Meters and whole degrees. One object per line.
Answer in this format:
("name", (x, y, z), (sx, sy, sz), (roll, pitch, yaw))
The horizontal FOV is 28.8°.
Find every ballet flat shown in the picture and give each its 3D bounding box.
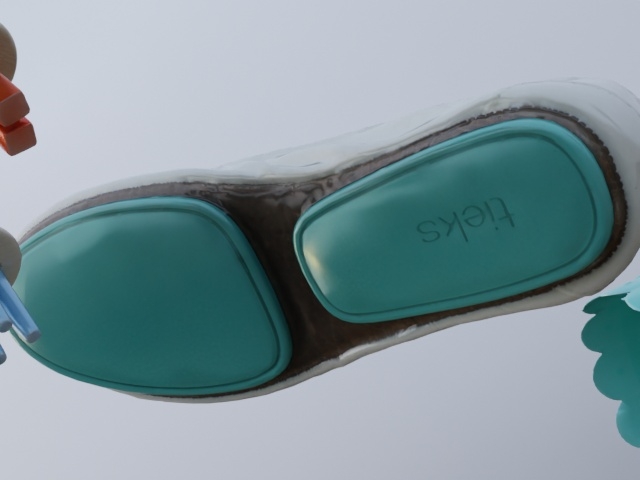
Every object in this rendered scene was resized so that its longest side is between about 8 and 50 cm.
("ballet flat", (0.000, 0.000, 0.671), (0.400, 0.139, 0.139), (-14, -9, 35))

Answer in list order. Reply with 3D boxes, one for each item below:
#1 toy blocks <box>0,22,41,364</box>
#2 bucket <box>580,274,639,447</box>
("toy blocks", (-0.153, -0.031, 0.526), (0.054, 0.148, 0.123), (-2, -52, -48))
("bucket", (0.408, 0.132, 1.221), (0.183, 0.281, 0.281), (-27, -19, -11))
